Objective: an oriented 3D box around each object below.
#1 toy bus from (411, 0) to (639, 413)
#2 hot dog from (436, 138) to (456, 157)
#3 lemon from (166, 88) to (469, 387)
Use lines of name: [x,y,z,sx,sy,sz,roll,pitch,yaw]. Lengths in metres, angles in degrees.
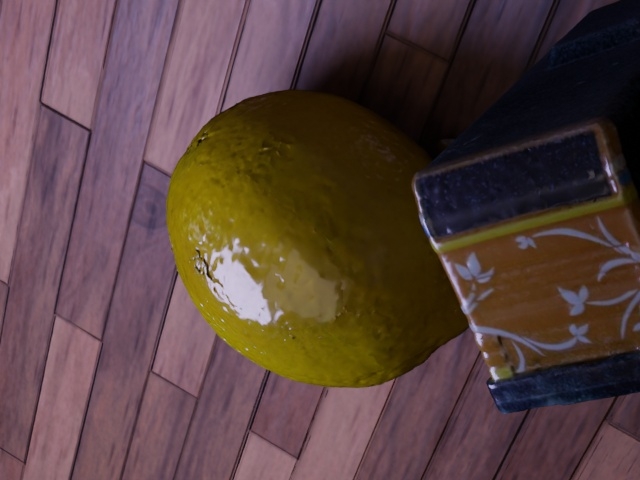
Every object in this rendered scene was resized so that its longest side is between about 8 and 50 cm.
toy bus: [0.211,-0.042,0.978,0.162,0.323,0.194,-16,107,37]
hot dog: [0.124,-0.024,1.235,0.044,0.028,0.137,24,130,50]
lemon: [-0.004,-0.002,1.193,0.263,0.236,0.236,32,137,50]
